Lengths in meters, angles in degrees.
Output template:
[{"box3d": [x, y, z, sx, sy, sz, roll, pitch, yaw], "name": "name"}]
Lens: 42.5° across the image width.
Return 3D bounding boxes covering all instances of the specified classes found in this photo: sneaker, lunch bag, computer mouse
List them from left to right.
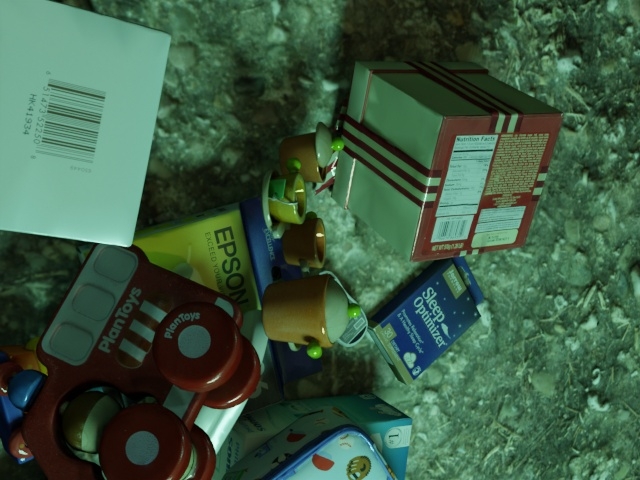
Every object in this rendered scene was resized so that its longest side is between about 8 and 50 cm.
[{"box3d": [-0.169, 0.208, 1.099, 0.123, 0.106, 0.290, 29, 83, -10], "name": "sneaker"}, {"box3d": [0.003, 0.088, 1.297, 0.106, 0.042, 0.193, -42, 111, -22], "name": "computer mouse"}, {"box3d": [0.004, 0.407, 1.172, 0.243, 0.115, 0.303, -34, 114, -16], "name": "lunch bag"}]

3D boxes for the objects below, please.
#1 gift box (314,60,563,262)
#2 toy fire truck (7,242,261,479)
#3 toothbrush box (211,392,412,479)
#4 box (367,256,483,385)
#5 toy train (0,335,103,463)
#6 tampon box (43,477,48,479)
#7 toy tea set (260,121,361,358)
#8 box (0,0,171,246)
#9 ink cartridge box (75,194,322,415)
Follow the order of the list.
[{"box3d": [0.158, -0.114, 1.228, 0.255, 0.258, 0.276, -1, 120, -32], "name": "gift box"}, {"box3d": [-0.229, 0.169, 0.985, 0.302, 0.253, 0.169, -63, 166, -15], "name": "toy fire truck"}, {"box3d": [-0.020, 0.369, 1.286, 0.295, 0.126, 0.216, 0, 100, -31], "name": "toothbrush box"}, {"box3d": [0.191, 0.124, 1.414, 0.225, 0.036, 0.136, -41, 117, -19], "name": "box"}, {"box3d": [-0.369, 0.146, 1.064, 0.143, 0.105, 0.248, -20, 109, -36], "name": "toy train"}, {"box3d": [-0.354, 0.394, 1.099, 0.161, 0.101, 0.120, -39, 101, -18], "name": "tampon box"}, {"box3d": [0.000, 0.000, 1.128, 0.124, 0.200, 0.336, -2, 88, 13], "name": "toy tea set"}, {"box3d": [-0.313, -0.134, 0.892, 0.168, 0.345, 0.215, 9, 95, -30], "name": "box"}, {"box3d": [-0.154, 0.111, 1.174, 0.307, 0.072, 0.304, -17, 106, -16], "name": "ink cartridge box"}]
